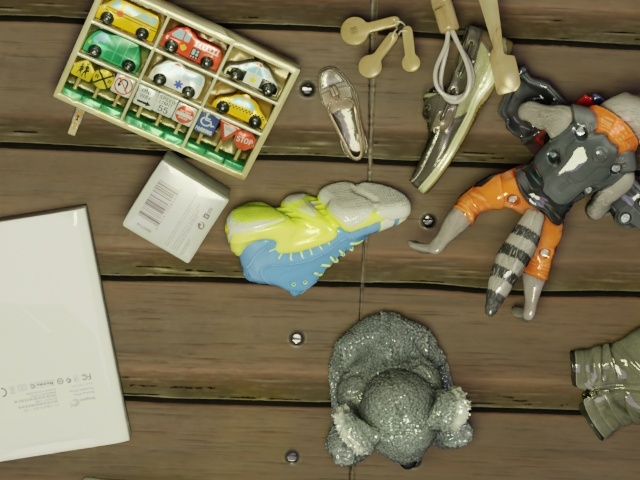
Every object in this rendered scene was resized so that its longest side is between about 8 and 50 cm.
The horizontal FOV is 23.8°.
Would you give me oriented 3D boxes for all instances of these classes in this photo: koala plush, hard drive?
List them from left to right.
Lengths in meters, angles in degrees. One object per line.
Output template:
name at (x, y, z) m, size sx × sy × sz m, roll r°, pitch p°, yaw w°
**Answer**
hard drive at (-0.382, 0.125, 1.998) m, size 0.210 × 0.040 × 0.319 m, roll -9°, pitch 102°, yaw 0°
koala plush at (0.094, 0.209, 1.934) m, size 0.196 × 0.221 × 0.203 m, roll -9°, pitch 102°, yaw 1°

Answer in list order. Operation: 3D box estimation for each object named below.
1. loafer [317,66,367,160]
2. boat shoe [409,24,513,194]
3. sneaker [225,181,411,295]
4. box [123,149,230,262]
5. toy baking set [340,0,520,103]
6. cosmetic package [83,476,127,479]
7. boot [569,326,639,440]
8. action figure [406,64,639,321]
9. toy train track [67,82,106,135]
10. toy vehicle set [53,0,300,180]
loafer at (0.031, -0.162, 1.946) m, size 0.045 × 0.039 × 0.125 m, roll -20°, pitch 102°, yaw 4°
boat shoe at (0.164, -0.169, 1.932) m, size 0.073 × 0.080 × 0.223 m, roll 29°, pitch 95°, yaw -1°
sneaker at (0.000, 0.000, 1.969) m, size 0.240 × 0.091 × 0.126 m, roll -6°, pitch 121°, yaw 0°
box at (-0.182, -0.044, 1.942) m, size 0.102 × 0.087 × 0.101 m, roll 32°, pitch 100°, yaw -8°
toy baking set at (0.143, -0.278, 1.893) m, size 0.256 × 0.030 × 0.197 m, roll 17°, pitch 91°, yaw 12°
cosmetic package at (-0.191, 0.518, 2.061) m, size 0.284 × 0.097 × 0.377 m, roll 2°, pitch 102°, yaw -5°
boot at (0.439, 0.230, 2.029) m, size 0.161 × 0.083 × 0.246 m, roll -26°, pitch 96°, yaw 11°
action figure at (0.327, -0.039, 1.912) m, size 0.341 × 0.178 × 0.330 m, roll 36°, pitch 103°, yaw -10°
toy train track at (-0.305, -0.175, 1.950) m, size 0.048 × 0.014 × 0.083 m, roll 20°, pitch 107°, yaw -13°
toy vehicle set at (-0.180, -0.202, 1.910) m, size 0.267 × 0.035 × 0.166 m, roll 23°, pitch 112°, yaw -10°
